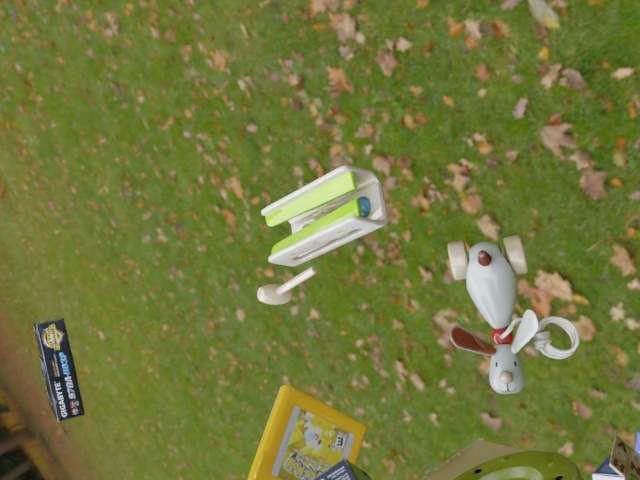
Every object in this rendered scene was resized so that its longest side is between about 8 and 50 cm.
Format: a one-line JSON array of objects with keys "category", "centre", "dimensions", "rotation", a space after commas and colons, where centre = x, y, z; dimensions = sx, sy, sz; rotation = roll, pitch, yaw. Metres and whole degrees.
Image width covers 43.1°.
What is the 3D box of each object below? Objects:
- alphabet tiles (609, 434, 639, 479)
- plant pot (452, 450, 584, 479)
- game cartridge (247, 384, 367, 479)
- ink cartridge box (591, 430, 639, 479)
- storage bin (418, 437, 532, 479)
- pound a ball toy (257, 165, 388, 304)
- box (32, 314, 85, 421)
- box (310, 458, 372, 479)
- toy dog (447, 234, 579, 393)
[{"category": "alphabet tiles", "centre": [0.703, 0.518, 1.693], "dimensions": [0.237, 0.198, 0.009], "rotation": [42, 120, 7]}, {"category": "plant pot", "centre": [0.332, 0.522, 1.205], "dimensions": [0.366, 0.367, 0.352], "rotation": [-11, 103, 64]}, {"category": "game cartridge", "centre": [-0.035, 0.580, 2.113], "dimensions": [0.285, 0.323, 0.053], "rotation": [32, 151, -25]}, {"category": "ink cartridge box", "centre": [0.812, 0.652, 1.904], "dimensions": [0.270, 0.151, 0.395], "rotation": [-7, 100, 43]}, {"category": "storage bin", "centre": [0.374, 0.572, 1.809], "dimensions": [0.262, 0.260, 0.123], "rotation": [-6, 107, 61]}, {"category": "pound a ball toy", "centre": [0.000, 0.000, 1.747], "dimensions": [0.319, 0.136, 0.208], "rotation": [-27, 65, 40]}, {"category": "box", "centre": [-0.485, 0.229, 1.492], "dimensions": [0.220, 0.051, 0.175], "rotation": [173, 86, -68]}, {"category": "box", "centre": [0.054, 0.419, 1.176], "dimensions": [0.158, 0.093, 0.156], "rotation": [58, -179, 31]}, {"category": "toy dog", "centre": [0.356, 0.134, 1.627], "dimensions": [0.333, 0.220, 0.161], "rotation": [61, -166, 12]}]
